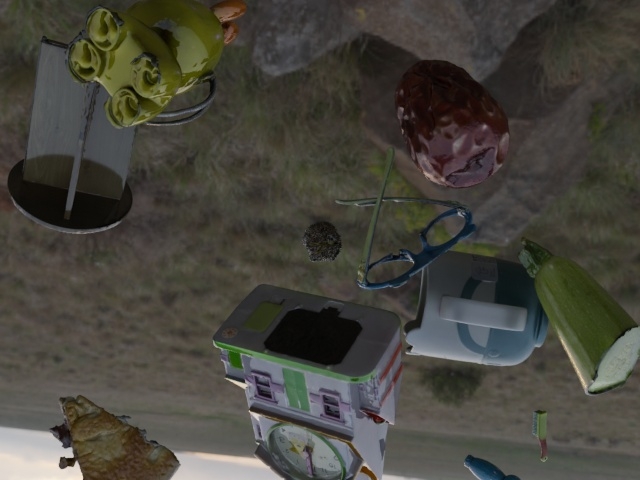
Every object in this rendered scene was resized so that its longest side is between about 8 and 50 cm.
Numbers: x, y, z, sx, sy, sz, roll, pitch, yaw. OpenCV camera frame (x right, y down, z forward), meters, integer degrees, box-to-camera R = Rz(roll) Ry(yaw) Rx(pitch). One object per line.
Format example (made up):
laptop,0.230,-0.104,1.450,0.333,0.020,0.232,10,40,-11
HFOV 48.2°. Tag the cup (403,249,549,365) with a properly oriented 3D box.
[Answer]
cup,0.303,0.135,1.401,0.258,0.219,0.290,8,178,5

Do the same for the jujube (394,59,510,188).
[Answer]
jujube,0.194,-0.183,1.100,0.155,0.230,0.155,-12,132,-13

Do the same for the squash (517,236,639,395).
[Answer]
squash,0.439,0.102,1.201,0.137,0.287,0.137,-13,146,-9

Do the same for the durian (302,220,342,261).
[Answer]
durian,0.000,0.000,1.336,0.080,0.080,0.091,17,-162,-32

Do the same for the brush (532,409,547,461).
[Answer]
brush,0.361,0.321,1.175,0.019,0.083,0.021,-6,-177,-34

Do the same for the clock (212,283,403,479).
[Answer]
clock,-0.002,0.245,1.034,0.235,0.166,0.309,10,127,25

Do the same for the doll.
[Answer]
doll,-0.158,-0.200,0.764,0.143,0.135,0.221,-47,175,28

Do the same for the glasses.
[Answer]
glasses,0.130,-0.040,1.222,0.239,0.207,0.102,-32,172,-15

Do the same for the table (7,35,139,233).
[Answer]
table,-0.308,-0.148,0.933,0.167,0.167,0.226,12,129,-19

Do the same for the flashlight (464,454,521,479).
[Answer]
flashlight,0.349,0.476,1.446,0.129,0.051,0.051,26,177,36

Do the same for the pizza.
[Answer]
pizza,-0.307,0.298,1.003,0.154,0.194,0.069,-36,180,-28
